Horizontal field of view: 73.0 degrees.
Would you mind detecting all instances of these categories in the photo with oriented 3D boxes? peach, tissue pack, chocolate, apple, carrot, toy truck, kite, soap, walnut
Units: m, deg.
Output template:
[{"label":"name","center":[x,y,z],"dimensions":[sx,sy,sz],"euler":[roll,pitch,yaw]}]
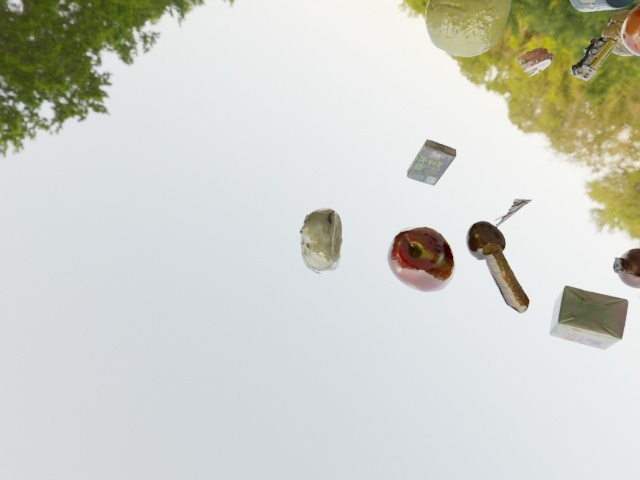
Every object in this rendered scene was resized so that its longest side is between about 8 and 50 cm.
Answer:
[{"label":"peach","center":[0.435,0.083,1.826],"dimensions":[0.281,0.281,0.338],"euler":[53,-171,27]},{"label":"tissue pack","center":[0.566,-0.395,2.224],"dimensions":[0.173,0.235,0.073],"euler":[16,-129,-8]},{"label":"chocolate","center":[0.687,-0.005,1.809],"dimensions":[0.176,0.177,0.177],"euler":[21,-144,-16]},{"label":"apple","center":[0.987,-0.626,1.274],"dimensions":[0.163,0.163,0.139],"euler":[22,-118,-15]},{"label":"carrot","center":[0.566,0.118,1.320],"dimensions":[0.260,0.070,0.070],"euler":[55,-153,-23]},{"label":"toy truck","center":[0.787,-0.525,1.246],"dimensions":[0.063,0.123,0.052],"euler":[23,-146,-6]},{"label":"kite","center":[0.895,-0.140,2.013],"dimensions":[0.234,0.321,0.016],"euler":[-29,-111,-12]},{"label":"soap","center":[0.859,0.252,1.398],"dimensions":[0.182,0.199,0.138],"euler":[12,-108,24]},{"label":"walnut","center":[1.224,-0.818,1.716],"dimensions":[0.184,0.155,0.155],"euler":[22,-144,-13]}]

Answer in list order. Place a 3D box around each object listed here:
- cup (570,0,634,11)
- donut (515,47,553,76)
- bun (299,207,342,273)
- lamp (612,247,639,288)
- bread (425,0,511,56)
[{"label":"cup","center":[0.757,-0.698,1.151],"dimensions":[0.176,0.131,0.155],"euler":[45,-159,-23]},{"label":"donut","center":[0.826,-0.690,1.653],"dimensions":[0.166,0.117,0.065],"euler":[-14,-99,-53]},{"label":"bun","center":[0.000,0.000,1.515],"dimensions":[0.141,0.239,0.239],"euler":[3,-149,15]},{"label":"lamp","center":[1.358,0.123,1.780],"dimensions":[0.258,0.180,0.180],"euler":[7,-148,12]},{"label":"bread","center":[0.567,-0.880,1.666],"dimensions":[0.320,0.237,0.320],"euler":[-9,-127,12]}]
